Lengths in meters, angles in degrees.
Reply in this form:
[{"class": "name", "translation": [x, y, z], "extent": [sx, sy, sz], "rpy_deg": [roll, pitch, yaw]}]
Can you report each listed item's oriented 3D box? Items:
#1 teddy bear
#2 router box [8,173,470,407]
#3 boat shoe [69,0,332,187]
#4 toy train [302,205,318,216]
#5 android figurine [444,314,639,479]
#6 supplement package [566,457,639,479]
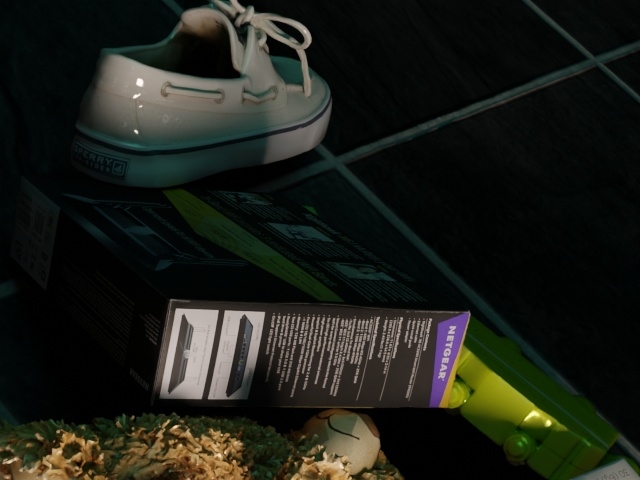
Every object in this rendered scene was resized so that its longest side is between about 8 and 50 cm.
[{"class": "teddy bear", "translation": [-0.077, 0.157, 1.124], "extent": [0.338, 0.245, 0.113], "rpy_deg": [7, 74, -13]}, {"class": "router box", "translation": [-0.072, 0.034, 1.262], "extent": [0.243, 0.081, 0.309], "rpy_deg": [4, 16, -30]}, {"class": "boat shoe", "translation": [-0.089, -0.158, 1.466], "extent": [0.135, 0.156, 0.367], "rpy_deg": [22, 21, 25]}, {"class": "toy train", "translation": [0.000, 0.000, 1.508], "extent": [0.023, 0.017, 0.083], "rpy_deg": [7, 42, -42]}, {"class": "android figurine", "translation": [0.156, 0.131, 1.338], "extent": [0.248, 0.056, 0.273], "rpy_deg": [39, 10, 11]}, {"class": "supplement package", "translation": [0.207, 0.329, 1.134], "extent": [0.177, 0.175, 0.293], "rpy_deg": [-13, 54, -42]}]
